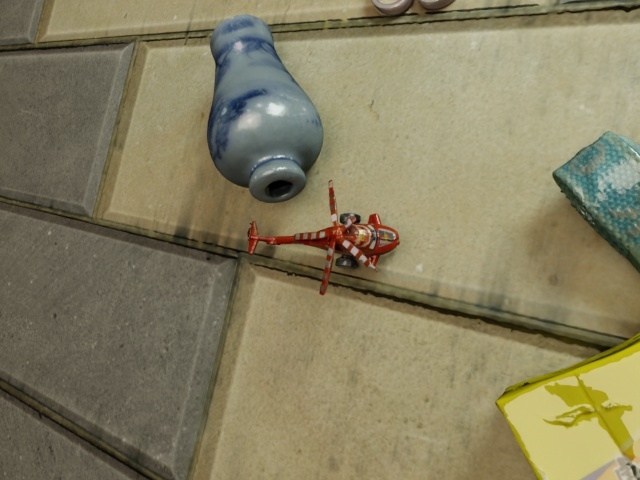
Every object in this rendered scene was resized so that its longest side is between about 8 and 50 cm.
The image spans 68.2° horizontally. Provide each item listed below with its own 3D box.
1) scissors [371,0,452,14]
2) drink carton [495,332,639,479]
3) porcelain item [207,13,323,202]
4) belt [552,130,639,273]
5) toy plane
[{"bbox_3d":[0.129,-0.400,0.579,0.118,0.031,0.241,7,87,28],"label":"scissors"},{"bbox_3d":[0.290,0.247,0.338,0.155,0.111,0.351,-32,66,19],"label":"drink carton"},{"bbox_3d":[-0.078,-0.168,0.601,0.141,0.141,0.258,-27,60,22],"label":"porcelain item"},{"bbox_3d":[0.309,0.038,0.373,0.072,0.087,0.302,-39,65,15],"label":"belt"},{"bbox_3d":[0.000,0.008,0.559,0.194,0.077,0.126,-24,67,32],"label":"toy plane"}]
